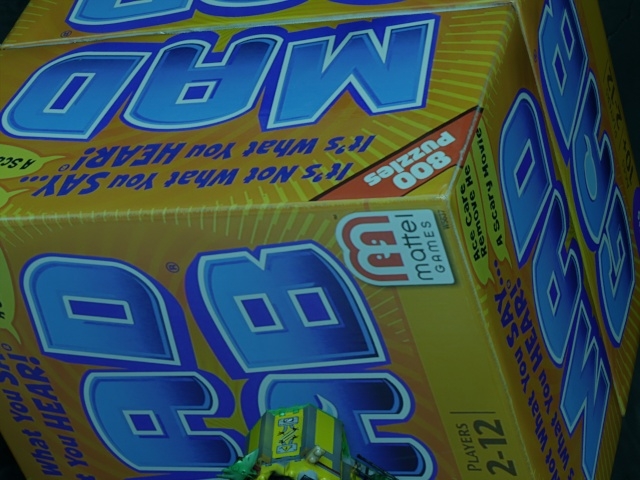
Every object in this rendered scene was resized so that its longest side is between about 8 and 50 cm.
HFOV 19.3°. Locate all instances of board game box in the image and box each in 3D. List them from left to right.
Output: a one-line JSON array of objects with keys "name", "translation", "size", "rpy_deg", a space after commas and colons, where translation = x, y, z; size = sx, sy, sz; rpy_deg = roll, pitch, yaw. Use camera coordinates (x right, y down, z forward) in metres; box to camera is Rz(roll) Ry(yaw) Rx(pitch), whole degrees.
[{"name": "board game box", "translation": [0.000, 0.000, 1.268], "size": [0.356, 0.356, 0.356], "rpy_deg": [-3, 40, 22]}]

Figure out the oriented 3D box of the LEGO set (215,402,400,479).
[{"name": "LEGO set", "translation": [0.032, 0.274, 1.079], "size": [0.331, 0.255, 0.192], "rpy_deg": [40, 23, -18]}]
